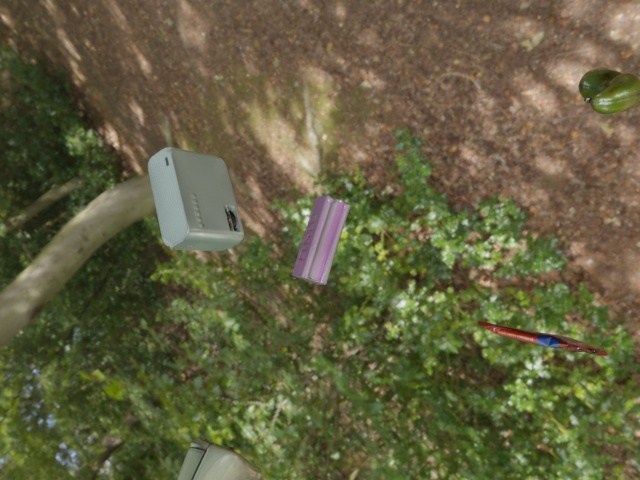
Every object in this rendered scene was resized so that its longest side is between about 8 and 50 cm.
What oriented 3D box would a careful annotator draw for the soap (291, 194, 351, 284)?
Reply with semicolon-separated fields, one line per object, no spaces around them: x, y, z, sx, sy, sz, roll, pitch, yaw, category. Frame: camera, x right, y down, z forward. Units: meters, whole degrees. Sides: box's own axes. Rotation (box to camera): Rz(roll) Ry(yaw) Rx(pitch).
0.000;0.000;1.477;0.066;0.203;0.122;18;174;-14;soap

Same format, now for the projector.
-0.323;-0.102;1.635;0.198;0.108;0.250;2;-113;-53;projector

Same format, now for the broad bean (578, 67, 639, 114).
0.371;-0.195;0.811;0.070;0.213;0.048;1;110;20;broad bean

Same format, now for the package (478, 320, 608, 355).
0.356;0.159;1.028;0.083;0.022;0.200;12;178;-33;package

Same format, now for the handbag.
-0.206;0.516;1.073;0.109;0.315;0.241;7;150;19;handbag
